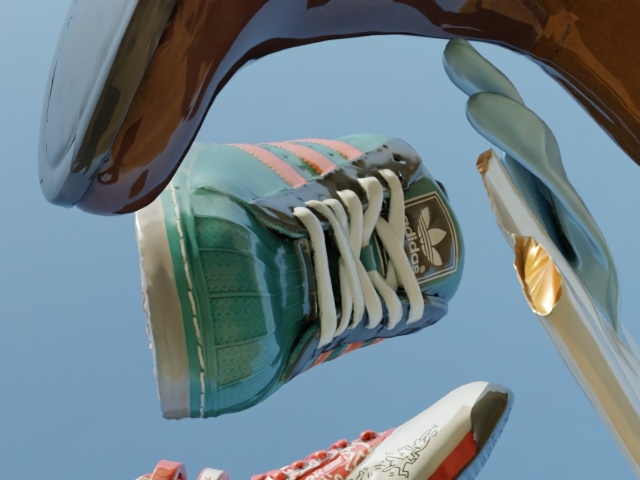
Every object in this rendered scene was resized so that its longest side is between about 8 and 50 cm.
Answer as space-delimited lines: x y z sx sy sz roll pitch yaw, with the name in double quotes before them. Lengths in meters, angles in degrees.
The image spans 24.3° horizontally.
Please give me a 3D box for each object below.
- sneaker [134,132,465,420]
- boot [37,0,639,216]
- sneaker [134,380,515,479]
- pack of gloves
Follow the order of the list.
"sneaker" 0.000 0.000 0.646 0.121 0.302 0.108 -6 -81 8
"boot" 0.067 -0.066 0.533 0.280 0.096 0.264 34 -109 -22
"sneaker" -0.021 0.150 0.835 0.145 0.090 0.270 37 -104 17
"pack of gloves" 0.116 0.038 0.479 0.232 0.046 0.195 55 -166 -30
